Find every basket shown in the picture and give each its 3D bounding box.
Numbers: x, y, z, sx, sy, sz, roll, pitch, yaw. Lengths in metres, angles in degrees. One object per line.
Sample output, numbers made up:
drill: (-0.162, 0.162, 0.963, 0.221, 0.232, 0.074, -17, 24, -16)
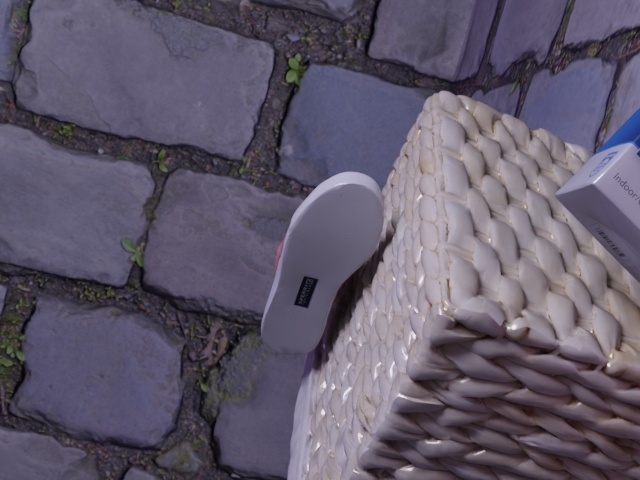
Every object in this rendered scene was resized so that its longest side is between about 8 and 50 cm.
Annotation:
basket: (0.172, 0.107, 0.966, 0.331, 0.328, 0.266, -84, 16, -59)

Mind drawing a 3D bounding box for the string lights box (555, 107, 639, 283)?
string lights box: (0.282, -0.074, 0.794, 0.260, 0.133, 0.077, -46, 2, -8)

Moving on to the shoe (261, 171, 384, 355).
shoe: (0.000, 0.000, 0.985, 0.081, 0.063, 0.178, -82, 13, -49)
